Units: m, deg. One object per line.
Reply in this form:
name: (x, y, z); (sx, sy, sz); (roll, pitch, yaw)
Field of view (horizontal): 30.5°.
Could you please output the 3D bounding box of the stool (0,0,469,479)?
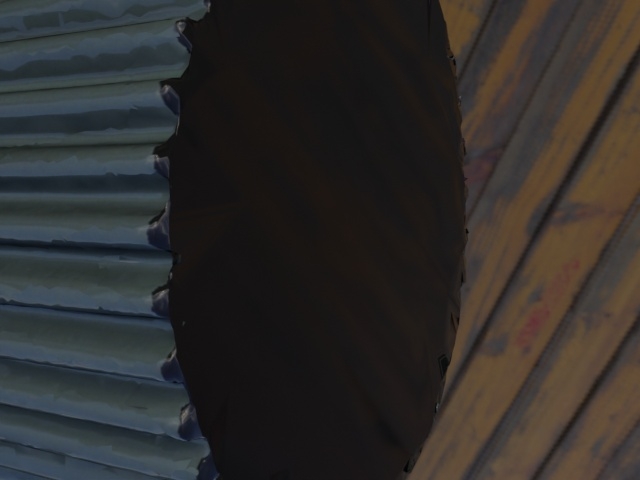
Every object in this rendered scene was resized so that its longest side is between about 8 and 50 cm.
stool: (-0.130, -0.014, 0.585); (0.330, 0.297, 0.297); (2, 134, 27)
